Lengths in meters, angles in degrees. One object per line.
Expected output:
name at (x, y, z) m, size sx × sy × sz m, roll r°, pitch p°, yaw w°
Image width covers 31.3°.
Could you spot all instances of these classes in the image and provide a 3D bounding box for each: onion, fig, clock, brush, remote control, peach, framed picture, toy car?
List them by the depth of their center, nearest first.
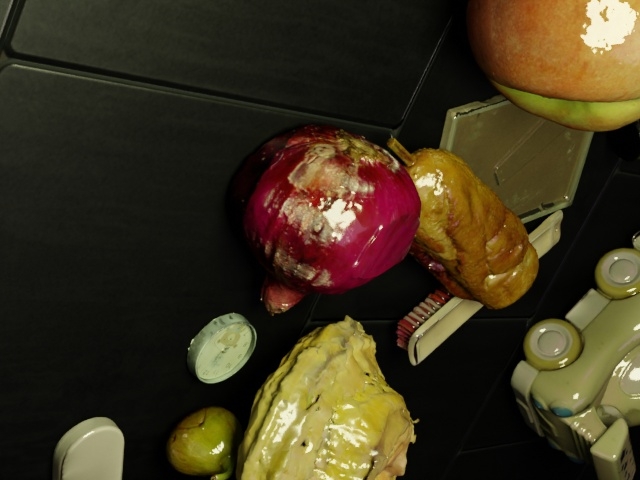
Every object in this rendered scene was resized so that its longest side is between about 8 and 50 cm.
peach at (0.268, -0.238, 1.149) m, size 0.252 × 0.252 × 0.252 m, roll -28°, pitch 138°, yaw -28°
onion at (0.000, 0.000, 1.159) m, size 0.195 × 0.140 × 0.218 m, roll -7°, pitch 130°, yaw -52°
remote control at (-0.252, 0.286, 1.225) m, size 0.077 × 0.022 × 0.245 m, roll -17°, pitch 133°, yaw -34°
clock at (-0.106, 0.118, 1.235) m, size 0.085 × 0.017 × 0.085 m, roll -28°, pitch 139°, yaw -28°
fig at (-0.117, 0.228, 1.251) m, size 0.084 × 0.098 × 0.082 m, roll 11°, pitch 111°, yaw -52°
framed picture at (0.242, -0.098, 1.420) m, size 0.289 × 0.016 × 0.213 m, roll -20°, pitch 134°, yaw -35°
brush at (0.212, 0.051, 1.500) m, size 0.321 × 0.050 × 0.060 m, roll -35°, pitch 139°, yaw -33°
toy car at (0.473, 0.186, 1.737) m, size 0.336 × 0.226 × 0.242 m, roll -42°, pitch 143°, yaw -10°

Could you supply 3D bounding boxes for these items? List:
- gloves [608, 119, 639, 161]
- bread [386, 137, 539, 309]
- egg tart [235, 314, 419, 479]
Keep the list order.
gloves at (0.508, -0.179, 1.567) m, size 0.268 × 0.107 × 0.135 m, roll -33°, pitch 171°, yaw -26°
bread at (0.159, -0.018, 1.313) m, size 0.124 × 0.084 × 0.344 m, roll -51°, pitch 139°, yaw -3°
egg tart at (0.013, 0.260, 1.318) m, size 0.352 × 0.150 × 0.352 m, roll -53°, pitch 155°, yaw -40°
